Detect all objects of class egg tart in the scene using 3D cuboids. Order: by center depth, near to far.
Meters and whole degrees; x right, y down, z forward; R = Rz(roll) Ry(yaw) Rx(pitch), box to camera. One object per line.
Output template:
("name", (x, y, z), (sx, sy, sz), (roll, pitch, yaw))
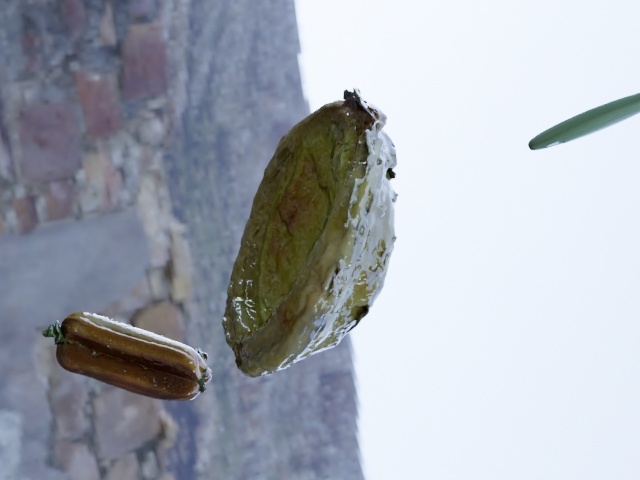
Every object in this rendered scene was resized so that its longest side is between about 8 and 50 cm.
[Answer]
("egg tart", (0.000, 0.000, 1.252), (0.279, 0.095, 0.279), (-53, -155, 38))

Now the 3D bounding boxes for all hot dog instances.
("hot dog", (-0.209, 0.126, 1.532), (0.055, 0.188, 0.072), (-52, 159, -72))

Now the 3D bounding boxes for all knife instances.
("knife", (0.334, -0.139, 1.314), (0.043, 0.293, 0.020), (51, 20, -56))
